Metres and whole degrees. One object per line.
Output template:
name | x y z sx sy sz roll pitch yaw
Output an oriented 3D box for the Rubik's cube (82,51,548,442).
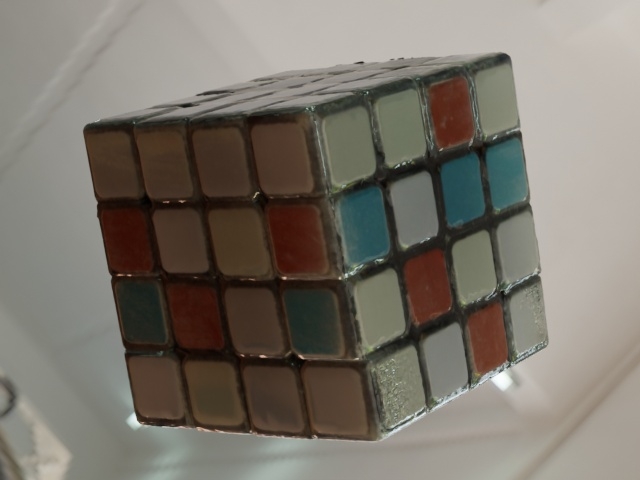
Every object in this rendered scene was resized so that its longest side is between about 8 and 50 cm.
Rubik's cube | 0.000 -0.001 1.370 0.259 0.256 0.253 -2 -78 41
